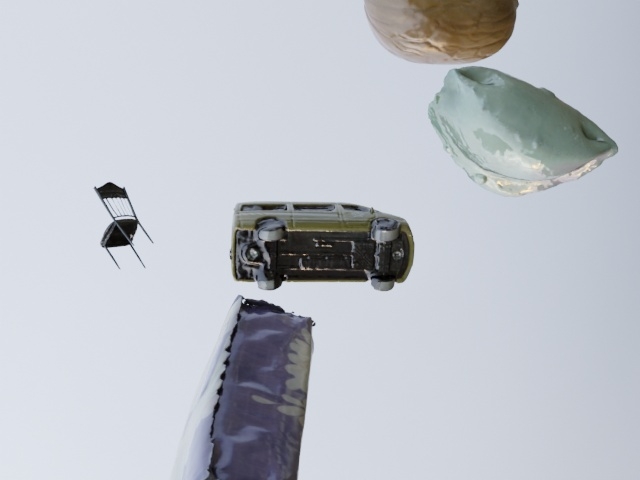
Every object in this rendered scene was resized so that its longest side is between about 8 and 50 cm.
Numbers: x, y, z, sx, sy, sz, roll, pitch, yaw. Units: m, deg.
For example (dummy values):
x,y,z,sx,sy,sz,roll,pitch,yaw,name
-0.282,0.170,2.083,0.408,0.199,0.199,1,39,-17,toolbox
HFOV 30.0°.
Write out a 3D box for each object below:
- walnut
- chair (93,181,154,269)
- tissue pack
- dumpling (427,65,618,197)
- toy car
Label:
x,y,z,sx,sy,sz,roll,pitch,yaw,name
0.158,-0.311,1.565,0.167,0.207,0.167,-178,90,-85,walnut
-0.194,-0.012,1.155,0.037,0.086,0.042,-3,-42,-41,chair
-0.097,0.247,1.327,0.344,0.125,0.242,-85,15,-60,tissue pack
0.226,-0.120,1.365,0.149,0.216,0.105,91,-159,-76,dumpling
0.000,0.000,1.688,0.124,0.256,0.101,-98,9,-62,toy car
